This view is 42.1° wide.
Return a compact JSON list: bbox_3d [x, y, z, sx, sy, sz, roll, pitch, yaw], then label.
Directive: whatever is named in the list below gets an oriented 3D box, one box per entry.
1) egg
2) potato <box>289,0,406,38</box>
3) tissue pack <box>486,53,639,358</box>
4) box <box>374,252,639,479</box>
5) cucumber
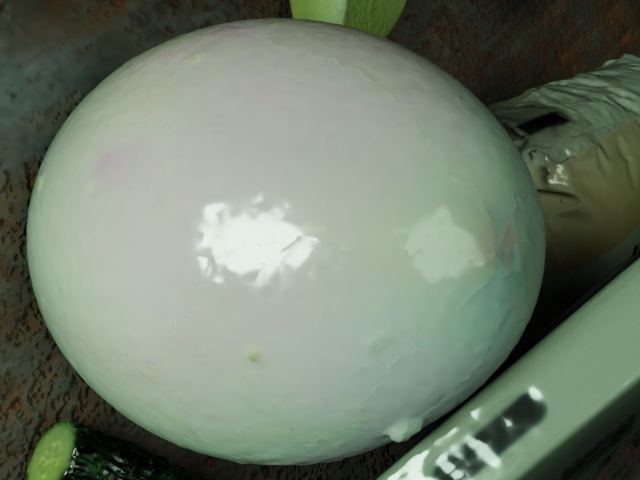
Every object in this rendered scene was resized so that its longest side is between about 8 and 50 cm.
[{"bbox_3d":[0.000,0.000,0.625,0.355,0.340,0.354,1,89,-38],"label":"egg"},{"bbox_3d":[0.028,-0.241,0.826,0.149,0.081,0.120,-26,137,-51],"label":"potato"},{"bbox_3d":[0.268,0.004,0.925,0.390,0.195,0.375,-27,127,-34],"label":"tissue pack"},{"bbox_3d":[0.216,0.154,0.738,0.367,0.090,0.373,-39,155,1],"label":"box"},{"bbox_3d":[-0.110,0.235,0.711,0.294,0.068,0.067,36,69,-33],"label":"cucumber"}]
